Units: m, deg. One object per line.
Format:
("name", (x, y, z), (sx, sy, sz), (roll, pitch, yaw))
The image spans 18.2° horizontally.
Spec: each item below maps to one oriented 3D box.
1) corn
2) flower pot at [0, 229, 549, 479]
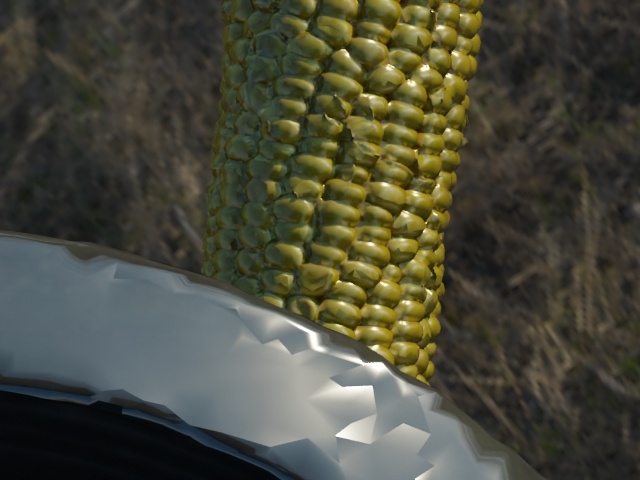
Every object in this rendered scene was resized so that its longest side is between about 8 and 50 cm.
("corn", (0.000, 0.000, 0.746), (0.106, 0.106, 0.293), (5, 84, 32))
("flower pot", (-0.089, 0.191, 0.403), (0.293, 0.330, 0.294), (5, 66, -11))
